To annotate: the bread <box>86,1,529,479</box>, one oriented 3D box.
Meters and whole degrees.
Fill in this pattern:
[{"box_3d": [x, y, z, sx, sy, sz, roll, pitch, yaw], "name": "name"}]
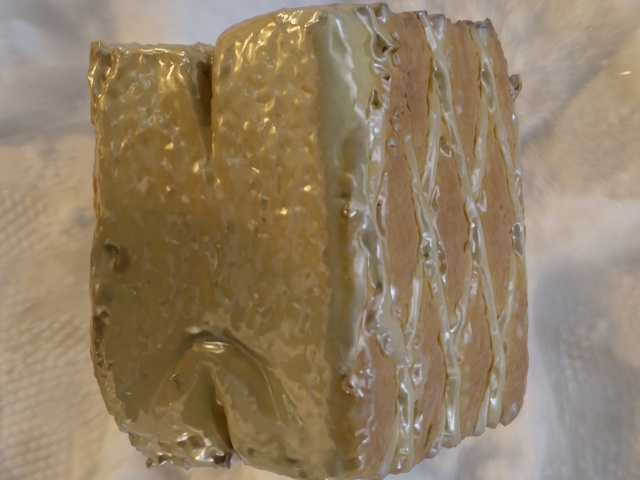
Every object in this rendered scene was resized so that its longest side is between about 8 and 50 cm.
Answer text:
[{"box_3d": [0.000, 0.000, 1.348, 0.279, 0.371, 0.390, 2, 95, 27], "name": "bread"}]
